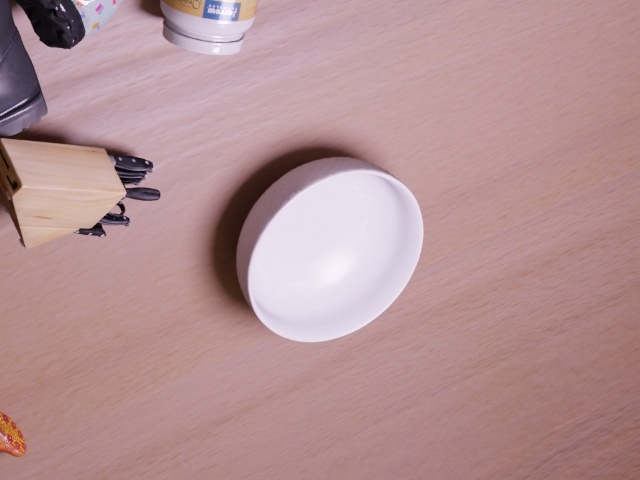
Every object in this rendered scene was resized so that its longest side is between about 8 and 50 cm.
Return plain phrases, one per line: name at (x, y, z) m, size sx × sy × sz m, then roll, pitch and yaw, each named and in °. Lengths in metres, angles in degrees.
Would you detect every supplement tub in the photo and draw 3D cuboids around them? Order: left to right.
supplement tub at (-0.157, -0.387, 1.903) m, size 0.144 × 0.144 × 0.200 m, roll -3°, pitch 119°, yaw -30°

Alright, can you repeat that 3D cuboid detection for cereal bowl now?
cereal bowl at (0.000, 0.000, 2.246) m, size 0.339 × 0.141 × 0.339 m, roll -16°, pitch 126°, yaw -23°

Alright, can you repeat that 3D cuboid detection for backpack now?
backpack at (-0.332, -0.368, 1.801) m, size 0.182 × 0.115 × 0.152 m, roll -57°, pitch 156°, yaw -24°

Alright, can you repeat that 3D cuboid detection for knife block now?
knife block at (-0.351, -0.090, 1.932) m, size 0.242 × 0.088 × 0.276 m, roll -25°, pitch 160°, yaw -15°

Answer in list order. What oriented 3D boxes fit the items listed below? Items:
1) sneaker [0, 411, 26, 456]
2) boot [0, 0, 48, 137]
sneaker at (-0.564, 0.316, 2.162) m, size 0.067 × 0.064 × 0.175 m, roll -36°, pitch 129°, yaw 20°
boot at (-0.577, -0.295, 1.691) m, size 0.367 × 0.146 × 0.445 m, roll -34°, pitch 137°, yaw -25°
